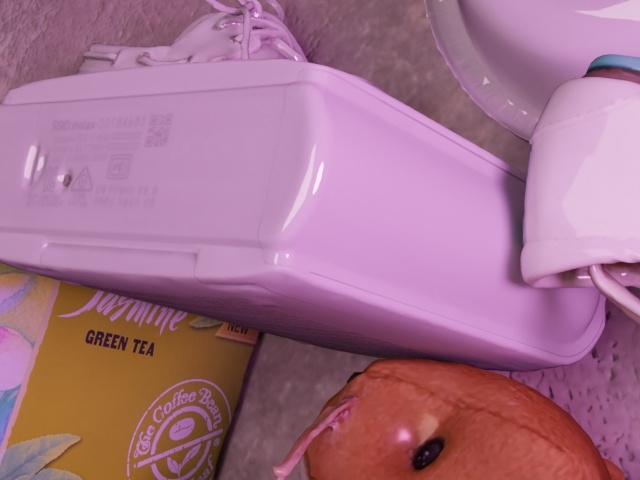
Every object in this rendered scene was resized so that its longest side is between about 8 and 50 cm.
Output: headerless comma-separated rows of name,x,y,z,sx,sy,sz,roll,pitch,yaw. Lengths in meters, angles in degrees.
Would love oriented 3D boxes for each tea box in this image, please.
tea box,-0.247,0.100,0.750,0.220,0.329,0.324,15,87,40

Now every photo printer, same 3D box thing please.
photo printer,0.000,0.000,0.599,0.256,0.307,0.107,3,78,41

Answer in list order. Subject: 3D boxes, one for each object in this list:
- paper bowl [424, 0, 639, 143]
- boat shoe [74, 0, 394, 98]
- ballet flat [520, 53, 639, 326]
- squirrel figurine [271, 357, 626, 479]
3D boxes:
paper bowl,0.186,-0.179,0.597,0.284,0.148,0.284,-6,80,35
boat shoe,-0.071,-0.131,0.820,0.367,0.135,0.157,4,77,48
ballet flat,0.268,0.041,0.452,0.400,0.139,0.139,22,91,22
squirrel figurine,0.053,0.270,0.556,0.397,0.281,0.370,43,94,23
